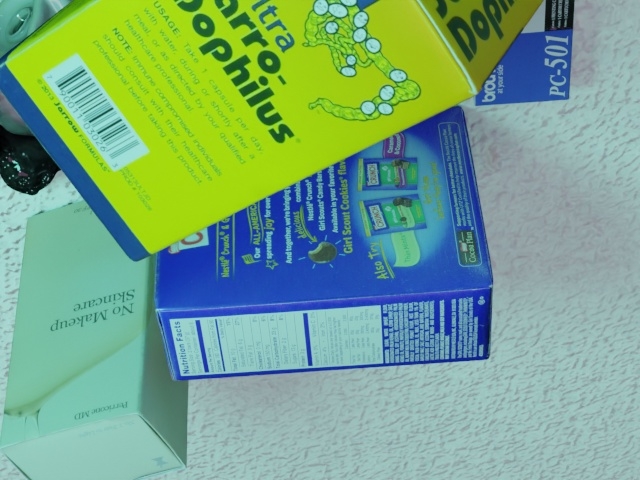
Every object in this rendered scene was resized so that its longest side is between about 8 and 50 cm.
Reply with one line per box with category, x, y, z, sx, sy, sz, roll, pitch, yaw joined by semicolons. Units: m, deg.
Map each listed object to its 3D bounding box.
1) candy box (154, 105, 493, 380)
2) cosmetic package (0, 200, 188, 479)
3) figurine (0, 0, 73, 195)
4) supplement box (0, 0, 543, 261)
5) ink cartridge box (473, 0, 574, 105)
candy box;0.000;0.000;1.505;0.317;0.268;0.122;-3;134;1
cosmetic package;-0.228;0.101;1.569;0.160;0.309;0.113;-16;136;13
figurine;-0.278;-0.135;1.483;0.215;0.092;0.209;-26;141;22
supplement box;-0.039;-0.161;1.132;0.356;0.194;0.195;-24;109;38
ink cartridge box;0.193;-0.221;1.438;0.097;0.046;0.207;-4;138;2
